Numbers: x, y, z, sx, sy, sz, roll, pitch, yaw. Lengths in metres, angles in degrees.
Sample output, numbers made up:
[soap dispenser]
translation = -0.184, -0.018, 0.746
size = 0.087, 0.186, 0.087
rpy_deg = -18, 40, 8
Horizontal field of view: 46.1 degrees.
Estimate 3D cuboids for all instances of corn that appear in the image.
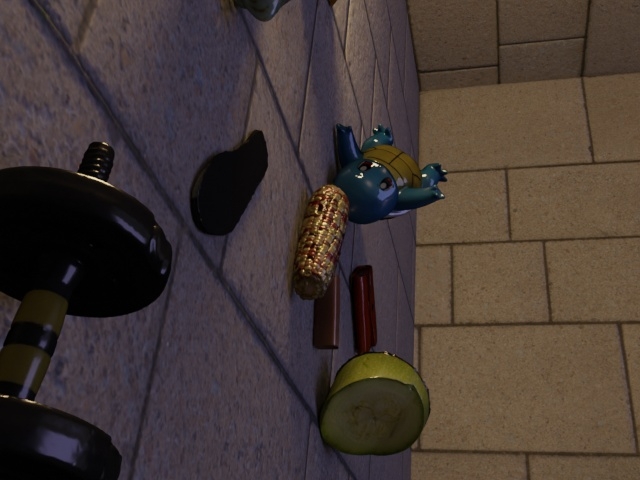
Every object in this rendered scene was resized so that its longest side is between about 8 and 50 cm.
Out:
[corn]
translation = 0.000, 0.000, 1.372
size = 0.253, 0.086, 0.086
rpy_deg = -76, 159, -44

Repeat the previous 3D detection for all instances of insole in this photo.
[insole]
translation = -0.117, -0.087, 1.038
size = 0.309, 0.012, 0.110
rpy_deg = -67, 150, -62

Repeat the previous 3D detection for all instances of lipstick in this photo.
[lipstick]
translation = 0.014, 0.140, 1.488
size = 0.045, 0.045, 0.145
rpy_deg = 58, 32, -68

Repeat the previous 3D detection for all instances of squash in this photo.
[squash]
translation = 0.116, 0.342, 1.513
size = 0.133, 0.220, 0.220
rpy_deg = -60, 146, -73

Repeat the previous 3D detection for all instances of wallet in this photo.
[wallet]
translation = 0.113, 0.173, 1.908
size = 0.142, 0.045, 0.204
rpy_deg = -38, 125, -74

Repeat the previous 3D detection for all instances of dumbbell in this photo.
[dumbbell]
translation = -0.178, 0.063, 0.462
size = 0.143, 0.143, 0.325
rpy_deg = 71, 21, -52

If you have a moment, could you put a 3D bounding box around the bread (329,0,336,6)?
[bread]
translation = 0.032, -0.586, 1.714
size = 0.062, 0.103, 0.049
rpy_deg = 19, 47, -30

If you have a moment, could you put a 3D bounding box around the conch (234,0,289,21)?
[conch]
translation = -0.059, -0.401, 1.033
size = 0.203, 0.170, 0.386
rpy_deg = -67, 165, 4

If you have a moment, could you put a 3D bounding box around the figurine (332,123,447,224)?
[figurine]
translation = 0.144, -0.153, 1.800
size = 0.298, 0.243, 0.416
rpy_deg = 45, 8, 7
